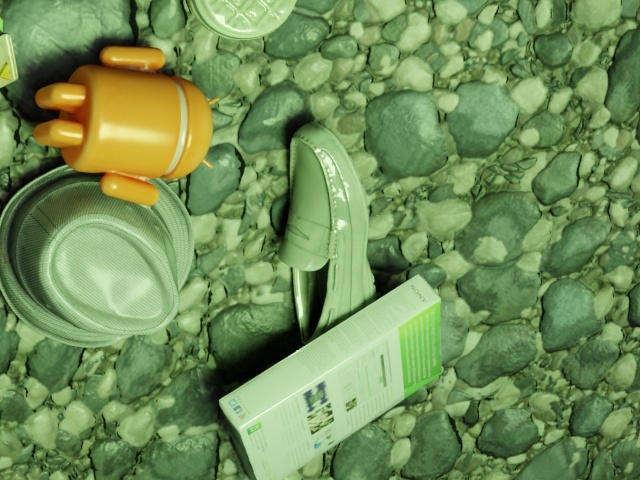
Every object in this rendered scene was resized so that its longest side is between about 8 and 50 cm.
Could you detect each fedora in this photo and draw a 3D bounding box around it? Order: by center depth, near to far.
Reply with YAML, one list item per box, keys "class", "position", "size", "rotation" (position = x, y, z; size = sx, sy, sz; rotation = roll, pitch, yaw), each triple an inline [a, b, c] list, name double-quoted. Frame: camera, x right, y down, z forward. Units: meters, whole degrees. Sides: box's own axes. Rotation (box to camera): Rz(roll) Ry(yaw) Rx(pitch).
- class: "fedora"
  position: [-0.256, 0.034, 1.648]
  size: [0.244, 0.124, 0.275]
  rotation: [-44, 125, -4]

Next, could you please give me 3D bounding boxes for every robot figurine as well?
- class: "robot figurine"
  position: [-0.221, -0.135, 1.591]
  size: [0.220, 0.158, 0.128]
  rotation: [4, 138, -30]

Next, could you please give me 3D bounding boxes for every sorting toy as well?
- class: "sorting toy"
  position: [-0.367, -0.210, 1.531]
  size: [0.062, 0.012, 0.083]
  rotation: [-38, 131, -48]

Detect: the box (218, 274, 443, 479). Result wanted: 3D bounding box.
- class: "box"
  position: [0.024, 0.199, 1.860]
  size: [0.322, 0.058, 0.232]
  rotation: [-30, 151, -13]

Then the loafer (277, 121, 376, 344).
- class: "loafer"
  position: [0.000, 0.000, 1.782]
  size: [0.111, 0.112, 0.319]
  rotation: [-26, 123, -26]

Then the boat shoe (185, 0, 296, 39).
- class: "boat shoe"
  position: [-0.111, -0.473, 1.491]
  size: [0.187, 0.156, 0.499]
  rotation: [-7, 103, -21]
